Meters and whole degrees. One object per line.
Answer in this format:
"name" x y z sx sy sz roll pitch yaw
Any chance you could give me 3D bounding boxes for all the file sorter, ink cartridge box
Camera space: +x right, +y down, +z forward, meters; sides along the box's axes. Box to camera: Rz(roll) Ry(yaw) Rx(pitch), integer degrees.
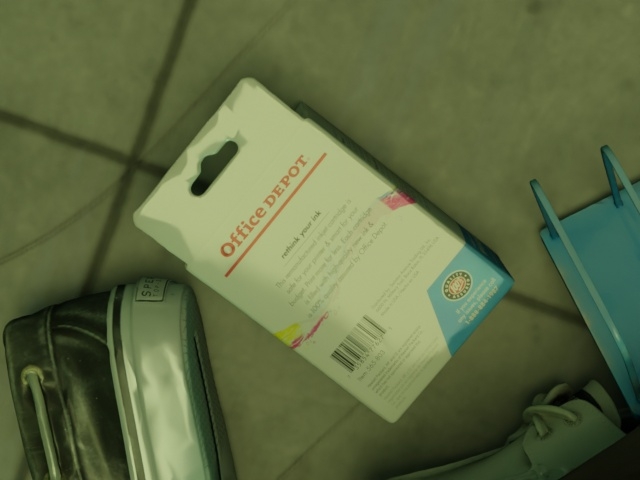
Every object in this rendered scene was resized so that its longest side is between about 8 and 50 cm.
"file sorter" 0.209 -0.008 0.933 0.170 0.104 0.118 -26 66 4
"ink cartridge box" 0.000 0.000 0.973 0.181 0.061 0.104 38 99 -11

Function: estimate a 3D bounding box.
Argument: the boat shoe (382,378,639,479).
"boat shoe" 0.147 0.121 0.993 0.267 0.096 0.088 -6 100 -2

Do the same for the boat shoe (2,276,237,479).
"boat shoe" -0.102 0.188 1.000 0.119 0.121 0.335 -8 94 9

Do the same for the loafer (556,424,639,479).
"loafer" 0.202 0.141 0.916 0.366 0.130 0.134 -23 67 -12
